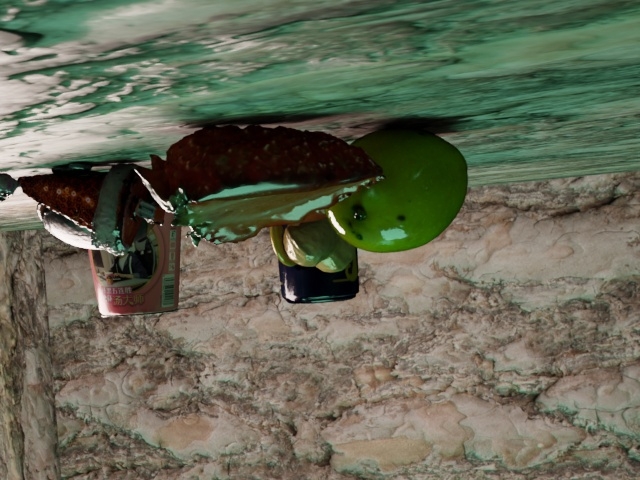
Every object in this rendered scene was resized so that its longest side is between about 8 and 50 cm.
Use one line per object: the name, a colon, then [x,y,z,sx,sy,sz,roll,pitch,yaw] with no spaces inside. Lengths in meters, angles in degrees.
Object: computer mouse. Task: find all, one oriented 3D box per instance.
computer mouse: [-0.366,-0.044,1.616,0.183,0.116,0.323,0,-179,-4]

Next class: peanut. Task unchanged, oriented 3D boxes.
peanut: [0.000,0.000,1.791,0.117,0.101,0.263,37,-173,19]

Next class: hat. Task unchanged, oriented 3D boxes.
hat: [-0.335,-0.061,1.326,0.227,0.129,0.140,12,-162,1]

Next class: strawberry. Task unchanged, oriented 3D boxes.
strawberry: [-0.059,-0.078,1.002,0.228,0.098,0.174,-17,161,13]

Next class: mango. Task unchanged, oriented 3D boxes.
mango: [0.099,-0.069,1.179,0.175,0.143,0.293,-11,-172,21]

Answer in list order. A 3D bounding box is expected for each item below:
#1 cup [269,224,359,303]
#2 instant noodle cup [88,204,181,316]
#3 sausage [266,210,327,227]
cup: [-0.041,0.001,1.992,0.255,0.256,0.178,-3,179,-37]
instant noodle cup: [-0.388,0.027,2.025,0.244,0.255,0.244,-3,-178,0]
sausage: [-0.074,-0.073,1.690,0.102,0.102,0.330,-5,180,-42]
